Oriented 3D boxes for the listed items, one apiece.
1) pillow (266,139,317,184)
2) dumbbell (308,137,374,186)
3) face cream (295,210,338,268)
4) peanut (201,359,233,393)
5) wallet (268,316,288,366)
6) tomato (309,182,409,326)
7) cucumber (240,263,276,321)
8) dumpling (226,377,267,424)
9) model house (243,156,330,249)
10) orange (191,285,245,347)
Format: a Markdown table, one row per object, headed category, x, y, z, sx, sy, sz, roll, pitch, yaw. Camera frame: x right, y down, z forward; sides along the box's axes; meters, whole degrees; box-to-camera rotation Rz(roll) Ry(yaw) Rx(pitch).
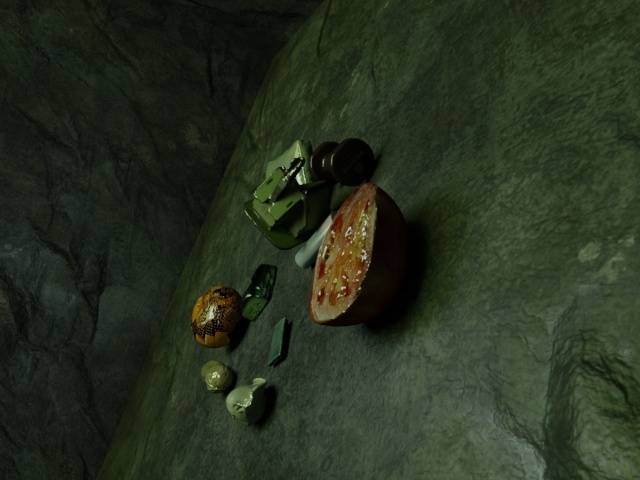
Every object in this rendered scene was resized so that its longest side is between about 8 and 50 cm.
| category | x | y | z | sx | sy | sz | roll | pitch | yaw |
| --- | --- | --- | --- | --- | --- | --- | --- | --- | --- |
| pillow | -0.094 | -0.185 | 1.976 | 0.322 | 0.120 | 0.255 | -17 | 83 | 64 |
| dumbbell | 0.059 | -0.231 | 1.721 | 0.140 | 0.124 | 0.225 | -49 | 19 | -7 |
| face cream | 0.000 | 0.000 | 1.706 | 0.198 | 0.057 | 0.084 | -48 | 14 | 33 |
| peanut | -0.355 | 0.464 | 1.975 | 0.214 | 0.090 | 0.098 | -175 | 80 | -69 |
| wallet | -0.121 | 0.299 | 1.690 | 0.088 | 0.026 | 0.129 | -48 | 27 | 46 |
| tomato | 0.101 | 0.050 | 1.284 | 0.338 | 0.144 | 0.338 | -55 | 21 | 34 |
| cucumber | -0.218 | 0.172 | 2.008 | 0.115 | 0.086 | 0.193 | -40 | 25 | 52 |
| dumpling | -0.195 | 0.443 | 1.608 | 0.127 | 0.108 | 0.188 | -46 | -4 | -27 |
| model house | -0.057 | -0.145 | 1.680 | 0.218 | 0.205 | 0.278 | -29 | -20 | -48 |
| orange | -0.367 | 0.278 | 2.087 | 0.234 | 0.182 | 0.234 | -39 | 29 | 27 |
